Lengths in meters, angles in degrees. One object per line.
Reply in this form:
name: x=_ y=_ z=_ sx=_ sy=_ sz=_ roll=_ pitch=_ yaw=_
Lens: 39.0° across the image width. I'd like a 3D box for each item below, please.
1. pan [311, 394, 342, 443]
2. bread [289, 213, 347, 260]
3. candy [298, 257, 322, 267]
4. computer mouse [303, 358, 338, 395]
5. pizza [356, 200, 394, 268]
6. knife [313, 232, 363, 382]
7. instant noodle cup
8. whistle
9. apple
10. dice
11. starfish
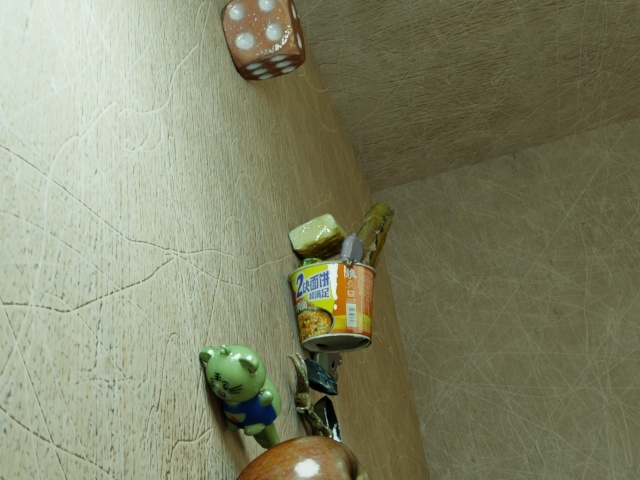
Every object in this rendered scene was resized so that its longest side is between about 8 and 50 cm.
pan: x=0.018 y=0.442 z=1.956 sx=0.128 sy=0.048 sz=0.201 roll=55 pitch=20 yaw=-60
bread: x=0.000 y=0.000 z=2.342 sx=0.068 sy=0.126 sz=0.188 roll=65 pitch=5 yaw=18
candy: x=0.007 y=0.166 z=2.265 sx=0.077 sy=0.073 sz=0.262 roll=-42 pitch=116 yaw=-55
computer mouse: x=-0.006 y=0.306 z=1.977 sx=0.079 sy=0.047 sz=0.135 roll=35 pitch=3 yaw=-28
pizza: x=0.111 y=0.075 z=2.514 sx=0.435 sy=0.080 sz=0.391 roll=11 pitch=98 yaw=-85
knife: x=0.053 y=0.159 z=2.247 sx=0.132 sy=0.038 sz=0.398 roll=48 pitch=47 yaw=-51
instant noodle cup: x=0.032 y=0.159 z=2.087 sx=0.213 sy=0.213 sz=0.174 roll=54 pitch=31 yaw=-65
whistle: x=-0.114 y=0.243 z=1.391 sx=0.085 sy=0.105 sz=0.227 roll=-52 pitch=136 yaw=-40
apple: x=-0.025 y=0.409 z=1.292 sx=0.253 sy=0.254 sz=0.253 roll=-16 pitch=90 yaw=-81
dice: x=-0.135 y=-0.508 z=2.246 sx=0.175 sy=0.174 sz=0.179 roll=44 pitch=31 yaw=-75
starfish: x=-0.029 y=0.330 z=1.868 sx=0.238 sy=0.057 sz=0.213 roll=-118 pitch=-170 yaw=-55
